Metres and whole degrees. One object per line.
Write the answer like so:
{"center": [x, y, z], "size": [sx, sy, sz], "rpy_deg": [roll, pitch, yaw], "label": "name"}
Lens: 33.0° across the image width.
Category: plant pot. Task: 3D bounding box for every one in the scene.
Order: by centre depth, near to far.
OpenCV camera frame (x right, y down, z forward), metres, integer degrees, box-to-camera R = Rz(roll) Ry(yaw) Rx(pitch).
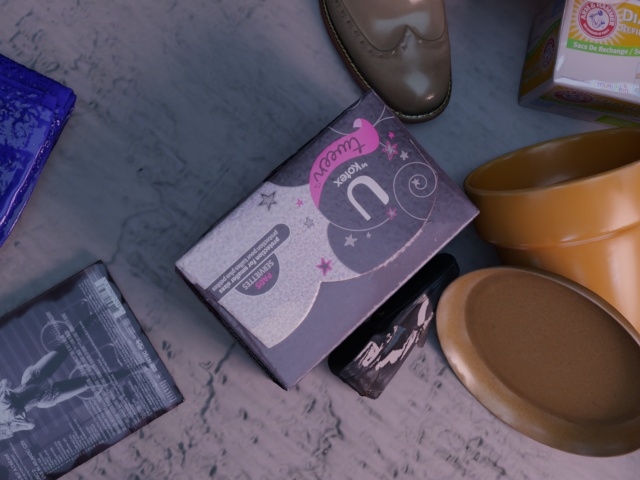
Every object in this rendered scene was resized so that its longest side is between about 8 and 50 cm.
{"center": [0.219, 0.111, 1.028], "size": [0.236, 0.236, 0.032], "rpy_deg": [46, 55, -2], "label": "plant pot"}
{"center": [0.261, 0.007, 1.056], "size": [0.205, 0.205, 0.188], "rpy_deg": [-18, 103, -9], "label": "plant pot"}

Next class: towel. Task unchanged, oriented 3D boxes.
{"center": [-0.417, -0.109, 1.023], "size": [0.308, 0.076, 0.227], "rpy_deg": [25, 82, -5], "label": "towel"}

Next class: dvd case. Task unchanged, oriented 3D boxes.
{"center": [-0.268, 0.145, 1.053], "size": [0.221, 0.018, 0.164], "rpy_deg": [-31, 91, -10], "label": "dvd case"}

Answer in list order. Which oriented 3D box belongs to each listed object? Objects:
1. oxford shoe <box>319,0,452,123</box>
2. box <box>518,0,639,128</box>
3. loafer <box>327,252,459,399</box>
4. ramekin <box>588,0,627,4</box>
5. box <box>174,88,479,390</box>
{"center": [0.056, -0.288, 1.072], "size": [0.123, 0.130, 0.348], "rpy_deg": [-18, 88, -9], "label": "oxford shoe"}
{"center": [0.322, -0.177, 1.109], "size": [0.203, 0.114, 0.103], "rpy_deg": [12, 84, -5], "label": "box"}
{"center": [0.083, 0.085, 1.091], "size": [0.170, 0.062, 0.061], "rpy_deg": [-45, 115, -5], "label": "loafer"}
{"center": [0.230, -0.366, 1.023], "size": [0.277, 0.135, 0.277], "rpy_deg": [21, 41, -20], "label": "ramekin"}
{"center": [0.000, 0.000, 1.037], "size": [0.247, 0.142, 0.163], "rpy_deg": [-42, 92, -9], "label": "box"}
